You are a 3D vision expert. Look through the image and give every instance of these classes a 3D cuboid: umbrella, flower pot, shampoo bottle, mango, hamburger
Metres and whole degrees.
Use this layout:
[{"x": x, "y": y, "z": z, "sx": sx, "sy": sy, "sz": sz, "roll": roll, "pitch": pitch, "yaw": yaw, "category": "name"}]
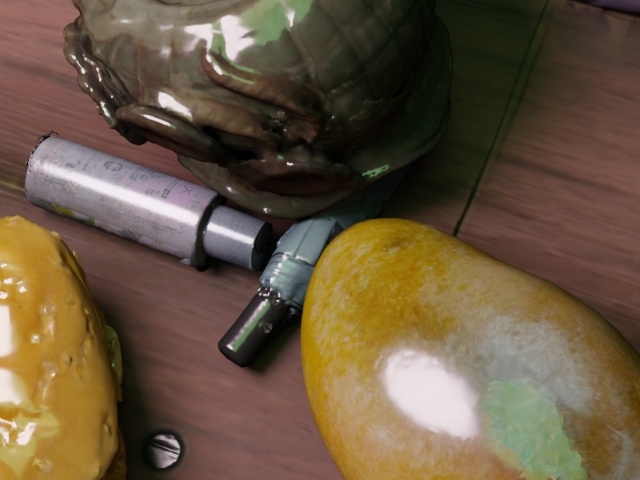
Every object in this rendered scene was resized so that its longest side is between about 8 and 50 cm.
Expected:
[{"x": 0.000, "y": 0.000, "z": 1.004, "sx": 0.052, "sy": 0.053, "sz": 0.250, "roll": 33, "pitch": 73, "yaw": 17, "category": "umbrella"}, {"x": -0.046, "y": -0.163, "z": 0.962, "sx": 0.301, "sy": 0.213, "sz": 0.302, "roll": -12, "pitch": 53, "yaw": 16, "category": "flower pot"}, {"x": -0.146, "y": -0.027, "z": 1.026, "sx": 0.214, "sy": 0.072, "sz": 0.072, "roll": 19, "pitch": 71, "yaw": 14, "category": "shampoo bottle"}, {"x": 0.117, "y": 0.121, "z": 0.869, "sx": 0.221, "sy": 0.199, "sz": 0.384, "roll": -35, "pitch": 59, "yaw": -1, "category": "mango"}, {"x": -0.294, "y": 0.136, "z": 0.929, "sx": 0.318, "sy": 0.158, "sz": 0.319, "roll": -3, "pitch": 67, "yaw": 8, "category": "hamburger"}]

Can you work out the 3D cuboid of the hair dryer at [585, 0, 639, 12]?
[{"x": 0.330, "y": -0.264, "z": 1.057, "sx": 0.361, "sy": 0.121, "sz": 0.301, "roll": 8, "pitch": 60, "yaw": 15, "category": "hair dryer"}]
